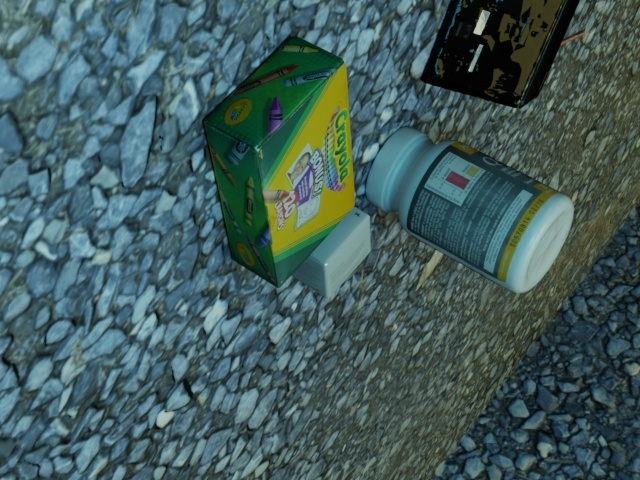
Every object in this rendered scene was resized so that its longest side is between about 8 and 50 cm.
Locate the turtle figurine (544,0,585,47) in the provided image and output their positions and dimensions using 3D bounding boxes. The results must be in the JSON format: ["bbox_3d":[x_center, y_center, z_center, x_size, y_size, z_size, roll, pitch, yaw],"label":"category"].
[{"bbox_3d":[0.411,-0.447,1.955,0.269,0.087,0.217,-49,149,14],"label":"turtle figurine"}]

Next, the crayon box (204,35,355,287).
[{"bbox_3d":[-0.042,-0.089,1.472,0.165,0.081,0.278,-48,154,-25],"label":"crayon box"}]

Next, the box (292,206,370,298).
[{"bbox_3d":[0.000,0.000,1.637,0.101,0.102,0.087,-48,156,-25],"label":"box"}]

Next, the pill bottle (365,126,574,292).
[{"bbox_3d":[0.216,-0.052,1.785,0.162,0.278,0.162,-45,153,-30],"label":"pill bottle"}]

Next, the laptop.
[{"bbox_3d":[0.290,-0.334,1.839,0.264,0.136,0.234,12,112,-21],"label":"laptop"}]
